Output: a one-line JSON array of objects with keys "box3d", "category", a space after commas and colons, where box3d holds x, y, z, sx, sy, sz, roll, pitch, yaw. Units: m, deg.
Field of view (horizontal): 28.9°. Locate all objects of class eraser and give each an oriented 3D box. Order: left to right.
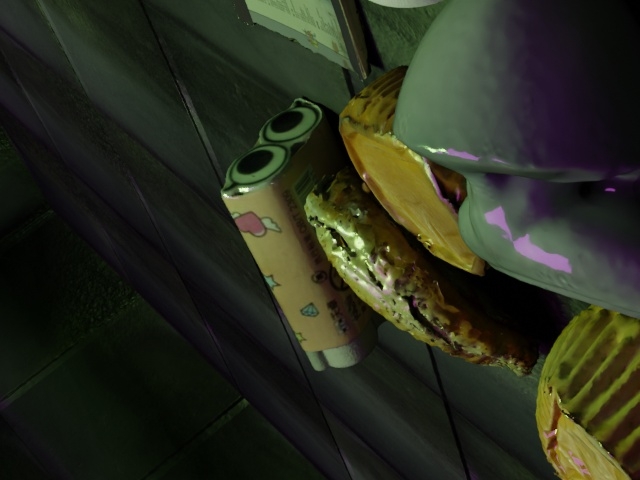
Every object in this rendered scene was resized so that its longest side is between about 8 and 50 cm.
[{"box3d": [0.000, 0.000, 1.456, 0.087, 0.171, 0.290, 8, 138, 38], "category": "eraser"}]

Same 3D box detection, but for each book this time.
[{"box3d": [-0.038, -0.261, 1.240, 0.231, 0.026, 0.157, 34, 154, 45], "category": "book"}]

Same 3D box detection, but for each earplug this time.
[{"box3d": [0.182, -0.047, 0.876, 0.214, 0.175, 0.325, 21, 156, 53], "category": "earplug"}]

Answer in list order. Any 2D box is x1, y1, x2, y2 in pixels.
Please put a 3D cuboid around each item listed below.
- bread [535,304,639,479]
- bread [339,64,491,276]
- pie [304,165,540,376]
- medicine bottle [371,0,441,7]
[{"box3d": [0.282, 0.165, 1.075, 0.240, 0.139, 0.240, 48, 167, 15], "category": "bread"}, {"box3d": [0.111, -0.069, 1.103, 0.199, 0.104, 0.199, 47, 168, 13], "category": "bread"}, {"box3d": [0.092, 0.030, 1.302, 0.308, 0.085, 0.308, 42, -170, -9], "category": "pie"}, {"box3d": [0.041, -0.294, 0.793, 0.161, 0.111, 0.296, 40, 162, 34], "category": "medicine bottle"}]
